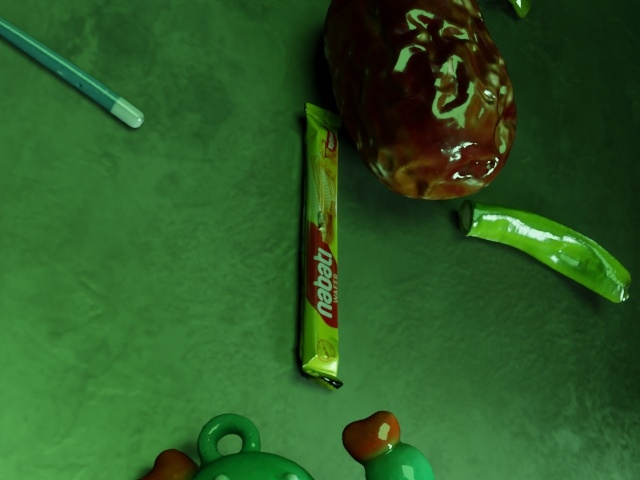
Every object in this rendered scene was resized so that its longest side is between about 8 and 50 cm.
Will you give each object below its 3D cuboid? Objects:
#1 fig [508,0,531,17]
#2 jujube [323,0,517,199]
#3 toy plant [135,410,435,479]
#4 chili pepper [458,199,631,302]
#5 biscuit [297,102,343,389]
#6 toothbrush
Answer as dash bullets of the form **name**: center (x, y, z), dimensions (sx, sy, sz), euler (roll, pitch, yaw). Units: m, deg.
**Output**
- **fig**: center (0.121, -0.393, 1.359), dimensions (0.314, 0.233, 0.233), euler (48, 35, -60)
- **jujube**: center (0.097, -0.159, 1.222), dimensions (0.174, 0.174, 0.250), euler (-8, 62, -32)
- **toy plant**: center (-0.001, 0.304, 0.921), dimensions (0.185, 0.279, 0.400), euler (32, 23, -57)
- **chili pepper**: center (0.235, 0.004, 1.286), dimensions (0.201, 0.050, 0.052), euler (23, 96, -14)
- **biscuit**: center (0.000, 0.000, 1.172), dimensions (0.048, 0.026, 0.292), euler (25, 54, -40)
- **toothbrush**: center (-0.275, -0.186, 1.113), dimensions (0.275, 0.019, 0.025), euler (34, 47, -11)
